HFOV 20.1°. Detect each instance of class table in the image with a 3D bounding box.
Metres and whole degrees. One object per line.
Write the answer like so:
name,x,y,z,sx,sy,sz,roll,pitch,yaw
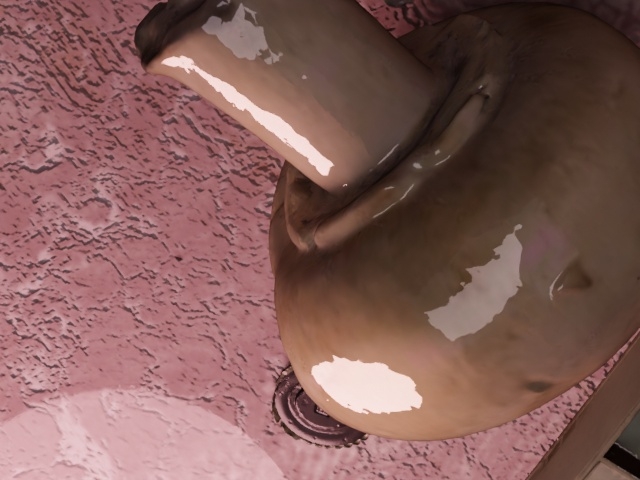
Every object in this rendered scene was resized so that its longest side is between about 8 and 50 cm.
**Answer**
table,0.242,0.148,1.262,0.111,0.121,0.240,32,117,-2

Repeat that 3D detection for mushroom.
mushroom,0.045,-0.047,1.100,0.336,0.314,0.314,35,117,-20

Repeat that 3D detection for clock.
clock,0.004,0.126,1.367,0.083,0.010,0.074,18,116,5

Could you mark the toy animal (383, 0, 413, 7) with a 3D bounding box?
toy animal,0.087,-0.216,1.160,0.085,0.071,0.124,7,115,9
